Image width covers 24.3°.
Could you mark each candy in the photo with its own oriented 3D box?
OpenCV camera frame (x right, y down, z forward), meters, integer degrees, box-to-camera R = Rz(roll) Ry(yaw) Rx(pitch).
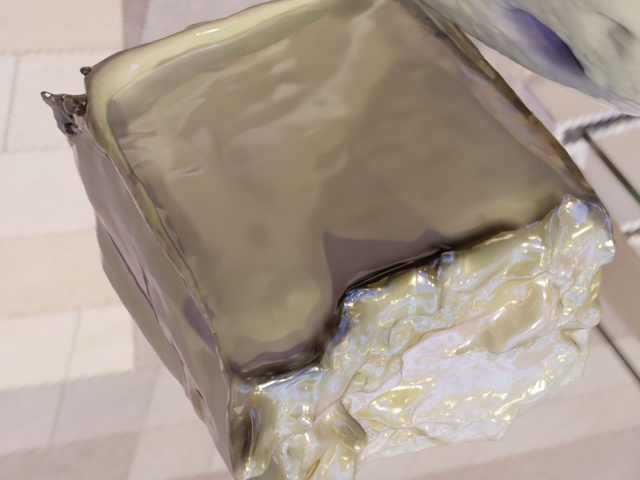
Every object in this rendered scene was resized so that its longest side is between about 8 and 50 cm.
[{"bbox_3d":[0.000,0.000,0.620,0.185,0.195,0.137,-24,149,-19],"label":"candy"}]

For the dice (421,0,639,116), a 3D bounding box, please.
[{"bbox_3d":[0.096,-0.169,0.489,0.194,0.192,0.193,-53,158,-5],"label":"dice"}]
